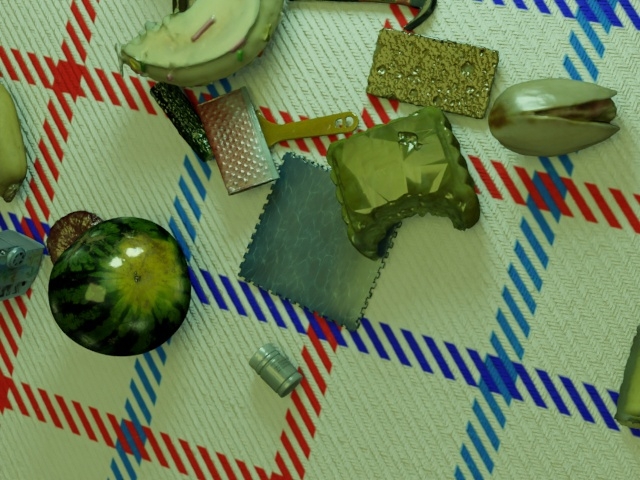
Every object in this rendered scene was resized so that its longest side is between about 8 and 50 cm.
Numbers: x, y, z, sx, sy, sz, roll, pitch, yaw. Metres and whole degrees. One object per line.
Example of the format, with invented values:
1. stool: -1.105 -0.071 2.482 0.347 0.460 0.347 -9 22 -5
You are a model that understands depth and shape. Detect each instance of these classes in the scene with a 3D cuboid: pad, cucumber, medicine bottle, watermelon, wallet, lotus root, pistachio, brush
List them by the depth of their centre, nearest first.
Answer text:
1. pistachio: 0.390 -0.208 1.711 0.215 0.144 0.144 -6 87 11
2. medicine bottle: -0.084 0.242 1.906 0.091 0.058 0.058 44 102 15
3. watermelon: -0.369 0.087 1.906 0.269 0.269 0.269 0 89 19
4. pad: 0.000 0.000 1.907 0.269 0.012 0.269 23 96 18
5. brush: -0.056 -0.206 1.922 0.272 0.013 0.103 -7 82 20
6. wallet: -0.157 -0.187 1.927 0.103 0.020 0.196 -21 76 -3
7. cucumber: -0.261 -0.233 1.976 0.058 0.058 0.187 -40 80 14
8. lotus root: -0.684 -0.224 2.082 0.146 0.131 0.303 -20 82 16

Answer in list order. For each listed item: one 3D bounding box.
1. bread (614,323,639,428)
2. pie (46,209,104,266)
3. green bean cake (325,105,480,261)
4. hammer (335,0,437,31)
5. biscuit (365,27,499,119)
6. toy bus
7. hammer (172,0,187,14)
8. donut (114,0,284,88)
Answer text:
1. bread: 0.628 0.132 1.531 0.242 0.405 0.345 13 81 8
2. pie: -0.484 0.014 2.058 0.153 0.038 0.153 0 91 17
3. green bean cake: 0.142 -0.099 1.793 0.236 0.124 0.233 -20 78 13
4. hammer: 0.073 -0.451 1.880 0.288 0.033 0.111 10 91 19
5. biscuit: 0.200 -0.301 1.832 0.231 0.025 0.131 16 101 18
6. toy bus: -0.682 0.062 1.973 0.109 0.330 0.136 26 107 18
7. hammer: -0.276 -0.462 2.002 0.125 0.027 0.297 1 90 14
8. donut: -0.210 -0.464 1.900 0.307 0.150 0.371 9 91 12
